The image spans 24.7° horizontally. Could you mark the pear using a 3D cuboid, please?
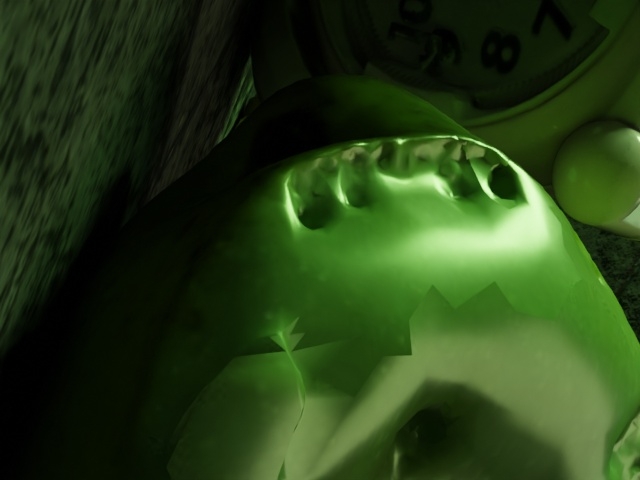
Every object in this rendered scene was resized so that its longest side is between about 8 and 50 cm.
[{"bbox_3d":[-0.004,0.083,0.661,0.239,0.343,0.317,-2,-94,52],"label":"pear"}]

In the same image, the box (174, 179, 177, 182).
[{"bbox_3d":[-0.093,0.054,0.823,0.129,0.051,0.130,-68,179,-61],"label":"box"}]

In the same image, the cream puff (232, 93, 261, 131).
[{"bbox_3d":[-0.014,-0.008,1.157,0.244,0.196,0.244,173,-90,-81],"label":"cream puff"}]

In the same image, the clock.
[{"bbox_3d":[0.128,-0.181,0.912,0.184,0.326,0.342,20,94,-57],"label":"clock"}]
